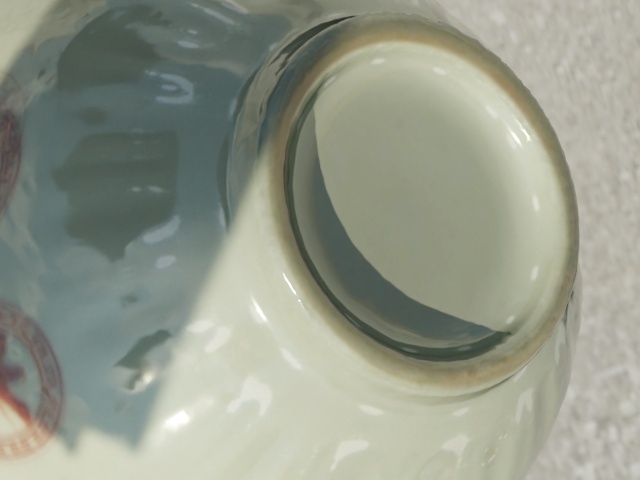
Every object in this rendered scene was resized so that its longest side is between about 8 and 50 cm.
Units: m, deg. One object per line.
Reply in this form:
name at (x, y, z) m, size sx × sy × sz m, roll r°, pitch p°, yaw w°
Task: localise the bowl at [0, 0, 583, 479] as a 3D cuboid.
bowl at (0.000, 0.000, 0.788) m, size 0.157 × 0.337 × 0.337 m, roll -24°, pitch 50°, yaw 54°
